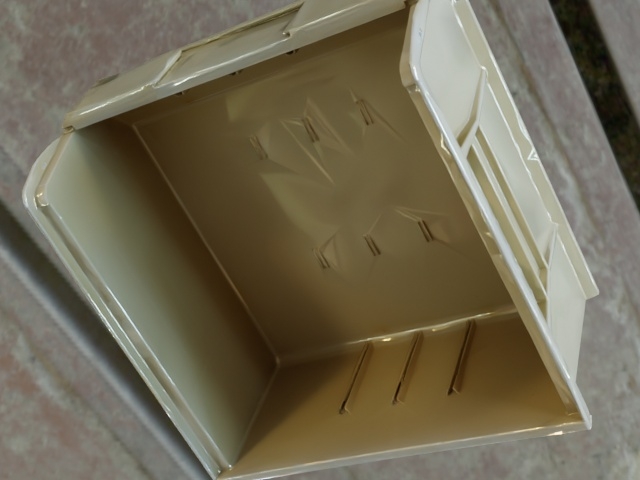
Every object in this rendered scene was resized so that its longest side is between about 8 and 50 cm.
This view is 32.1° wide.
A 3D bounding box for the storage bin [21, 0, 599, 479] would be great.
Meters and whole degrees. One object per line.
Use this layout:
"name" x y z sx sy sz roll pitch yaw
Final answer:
"storage bin" 0.000 0.000 0.677 0.262 0.123 0.260 -15 119 29
